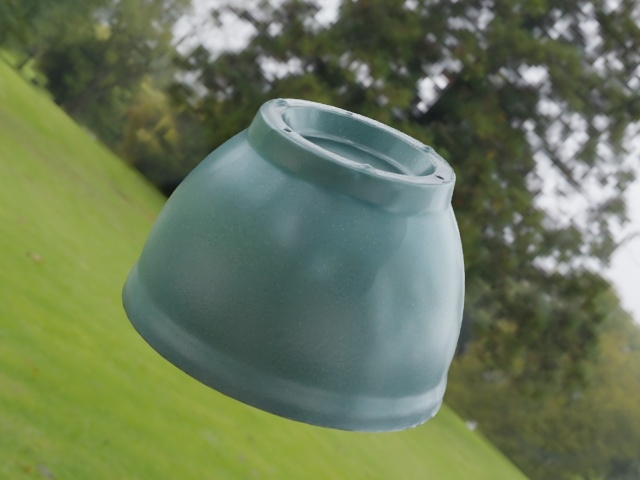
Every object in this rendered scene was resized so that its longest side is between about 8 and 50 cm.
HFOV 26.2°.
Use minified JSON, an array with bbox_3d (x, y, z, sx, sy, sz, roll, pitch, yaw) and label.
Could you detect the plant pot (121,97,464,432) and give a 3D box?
[{"bbox_3d":[0.000,0.000,1.165,0.293,0.196,0.293,18,19,-6],"label":"plant pot"}]
